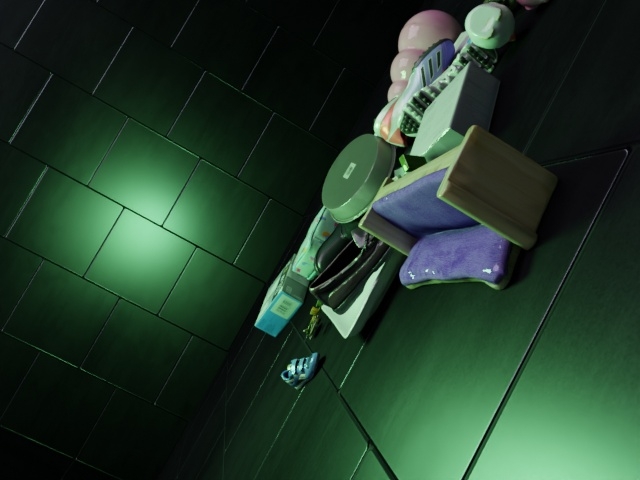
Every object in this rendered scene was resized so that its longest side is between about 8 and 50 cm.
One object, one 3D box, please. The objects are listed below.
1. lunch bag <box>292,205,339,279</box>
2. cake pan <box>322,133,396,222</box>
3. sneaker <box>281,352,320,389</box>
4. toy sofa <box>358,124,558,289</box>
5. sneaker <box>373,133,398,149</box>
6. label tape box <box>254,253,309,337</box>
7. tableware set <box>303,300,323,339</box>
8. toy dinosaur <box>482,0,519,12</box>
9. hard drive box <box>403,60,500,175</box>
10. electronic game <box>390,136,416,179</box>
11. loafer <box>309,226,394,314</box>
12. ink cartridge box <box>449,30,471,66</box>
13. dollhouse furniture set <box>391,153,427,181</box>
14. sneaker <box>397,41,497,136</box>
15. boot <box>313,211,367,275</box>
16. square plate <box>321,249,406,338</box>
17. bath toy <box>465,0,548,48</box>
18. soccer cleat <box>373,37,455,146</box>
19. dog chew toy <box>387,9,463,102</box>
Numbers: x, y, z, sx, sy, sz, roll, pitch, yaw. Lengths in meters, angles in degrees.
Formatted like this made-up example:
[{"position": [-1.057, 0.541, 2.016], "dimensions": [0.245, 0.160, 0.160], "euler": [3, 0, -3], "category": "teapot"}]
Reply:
[{"position": [0.000, 0.000, 1.866], "dimensions": [0.224, 0.108, 0.279], "euler": [-57, 7, 52], "category": "lunch bag"}, {"position": [0.103, -0.193, 1.480], "dimensions": [0.293, 0.054, 0.293], "euler": [-41, 34, 35], "category": "cake pan"}, {"position": [-0.050, 0.329, 1.277], "dimensions": [0.144, 0.059, 0.053], "euler": [-53, 10, 35], "category": "sneaker"}, {"position": [0.187, -0.031, 0.821], "dimensions": [0.177, 0.150, 0.362], "euler": [-61, 9, -11], "category": "toy sofa"}, {"position": [0.198, -0.294, 1.639], "dimensions": [0.182, 0.127, 0.315], "euler": [-41, 23, 58], "category": "sneaker"}, {"position": [-0.130, 0.185, 2.007], "dimensions": [0.240, 0.106, 0.333], "euler": [-53, 12, 36], "category": "label tape box"}, {"position": [-0.017, 0.215, 1.422], "dimensions": [0.154, 0.024, 0.104], "euler": [95, -162, -64], "category": "tableware set"}, {"position": [0.477, -0.632, 1.312], "dimensions": [0.160, 0.121, 0.313], "euler": [109, -178, -71], "category": "toy dinosaur"}, {"position": [0.292, -0.251, 1.116], "dimensions": [0.181, 0.089, 0.232], "euler": [-47, 16, 56], "category": "hard drive box"}, {"position": [0.270, -0.257, 1.377], "dimensions": [0.229, 0.048, 0.229], "euler": [-49, 17, 20], "category": "electronic game"}, {"position": [0.085, 0.023, 1.064], "dimensions": [0.302, 0.095, 0.109], "euler": [-57, 10, 17], "category": "loafer"}, {"position": [0.410, -0.523, 1.397], "dimensions": [0.104, 0.061, 0.181], "euler": [-58, 10, 19], "category": "ink cartridge box"}, {"position": [0.169, -0.122, 1.085], "dimensions": [0.151, 0.059, 0.076], "euler": [-50, 49, 51], "category": "dollhouse furniture set"}, {"position": [0.323, -0.380, 1.287], "dimensions": [0.292, 0.110, 0.118], "euler": [-42, 4, 16], "category": "sneaker"}, {"position": [0.080, -0.016, 1.522], "dimensions": [0.246, 0.094, 0.207], "euler": [-59, 3, -33], "category": "boot"}, {"position": [0.125, 0.054, 1.209], "dimensions": [0.344, 0.049, 0.347], "euler": [-61, 9, -1], "category": "square plate"}, {"position": [0.466, -0.584, 1.104], "dimensions": [0.129, 0.151, 0.348], "euler": [-6, -46, -52], "category": "bath toy"}, {"position": [0.282, -0.401, 1.376], "dimensions": [0.318, 0.116, 0.108], "euler": [-52, -33, 8], "category": "soccer cleat"}, {"position": [0.316, -0.542, 1.571], "dimensions": [0.206, 0.207, 0.332], "euler": [-174, 107, -80], "category": "dog chew toy"}]
